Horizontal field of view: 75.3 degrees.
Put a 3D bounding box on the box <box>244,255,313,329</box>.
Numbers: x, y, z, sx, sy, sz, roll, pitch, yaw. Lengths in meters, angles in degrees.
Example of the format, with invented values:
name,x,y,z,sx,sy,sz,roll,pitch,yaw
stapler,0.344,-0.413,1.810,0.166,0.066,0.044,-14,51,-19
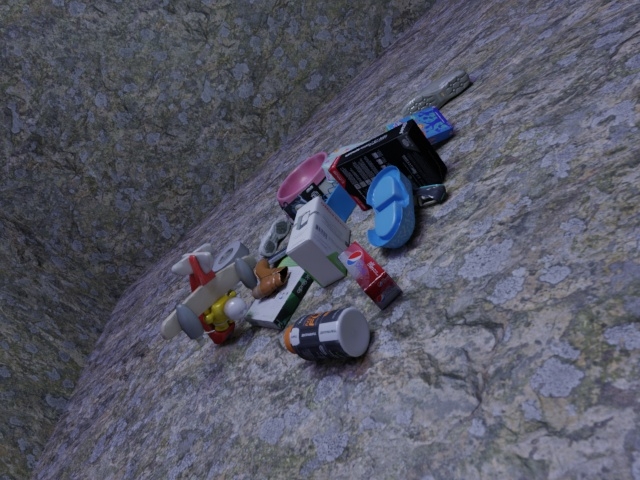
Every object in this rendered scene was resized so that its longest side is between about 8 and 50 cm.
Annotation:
name,x,y,z,sx,sy,sz,roll,pitch,yaw
box,-0.139,0.187,1.599,0.232,0.058,0.322,-8,44,53

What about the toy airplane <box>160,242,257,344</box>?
name,x,y,z,sx,sy,sz,roll,pitch,yaw
toy airplane,-0.394,0.206,1.571,0.272,0.384,0.387,16,80,26

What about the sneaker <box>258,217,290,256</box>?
name,x,y,z,sx,sy,sz,roll,pitch,yaw
sneaker,-0.240,-0.020,2.048,0.115,0.090,0.232,-12,39,55

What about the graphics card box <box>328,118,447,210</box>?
name,x,y,z,sx,sy,sz,roll,pitch,yaw
graphics card box,0.236,-0.259,1.506,0.370,0.233,0.094,-18,34,46

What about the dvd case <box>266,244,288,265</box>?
name,x,y,z,sx,sy,sz,roll,pitch,yaw
dvd case,-0.147,0.042,1.808,0.253,0.022,0.180,-33,5,24

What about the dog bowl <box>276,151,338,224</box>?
name,x,y,z,sx,sy,sz,roll,pitch,yaw
dog bowl,-0.051,-0.275,2.080,0.407,0.150,0.408,-36,25,20

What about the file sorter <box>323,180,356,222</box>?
name,x,y,z,sx,sy,sz,roll,pitch,yaw
file sorter,0.070,-0.161,1.753,0.104,0.118,0.170,-13,39,55

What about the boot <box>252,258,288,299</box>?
name,x,y,z,sx,sy,sz,roll,pitch,yaw
boot,-0.186,0.128,1.614,0.152,0.073,0.197,-32,39,29

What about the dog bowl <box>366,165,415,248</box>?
name,x,y,z,sx,sy,sz,roll,pitch,yaw
dog bowl,0.232,-0.104,1.361,0.166,0.074,0.298,-37,41,46

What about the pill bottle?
name,x,y,z,sx,sy,sz,roll,pitch,yaw
pill bottle,0.006,0.266,1.156,0.245,0.130,0.131,-20,34,43

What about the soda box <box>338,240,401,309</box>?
name,x,y,z,sx,sy,sz,roll,pitch,yaw
soda box,0.142,0.096,1.258,0.083,0.092,0.263,-42,24,2

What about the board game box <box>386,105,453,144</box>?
name,x,y,z,sx,sy,sz,roll,pitch,yaw
board game box,0.385,-0.429,1.621,0.210,0.047,0.160,-23,51,2

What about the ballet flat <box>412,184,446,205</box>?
name,x,y,z,sx,sy,sz,roll,pitch,yaw
ballet flat,0.329,-0.150,1.392,0.203,0.074,0.074,8,56,54

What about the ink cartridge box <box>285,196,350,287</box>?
name,x,y,z,sx,sy,sz,roll,pitch,yaw
ink cartridge box,0.000,0.000,1.503,0.114,0.198,0.273,-32,27,27

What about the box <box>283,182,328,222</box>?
name,x,y,z,sx,sy,sz,roll,pitch,yaw
box,-0.049,-0.147,1.856,0.180,0.147,0.077,-41,2,7

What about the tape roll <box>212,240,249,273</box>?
name,x,y,z,sx,sy,sz,roll,pitch,yaw
tape roll,-0.490,0.105,2.252,0.219,0.072,0.219,-36,25,20

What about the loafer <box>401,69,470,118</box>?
name,x,y,z,sx,sy,sz,roll,pitch,yaw
loafer,0.508,-0.644,1.856,0.319,0.112,0.112,-28,23,17

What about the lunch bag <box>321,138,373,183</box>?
name,x,y,z,sx,sy,sz,roll,pitch,yaw
lunch bag,0.150,-0.342,1.833,0.278,0.108,0.224,-9,32,25
